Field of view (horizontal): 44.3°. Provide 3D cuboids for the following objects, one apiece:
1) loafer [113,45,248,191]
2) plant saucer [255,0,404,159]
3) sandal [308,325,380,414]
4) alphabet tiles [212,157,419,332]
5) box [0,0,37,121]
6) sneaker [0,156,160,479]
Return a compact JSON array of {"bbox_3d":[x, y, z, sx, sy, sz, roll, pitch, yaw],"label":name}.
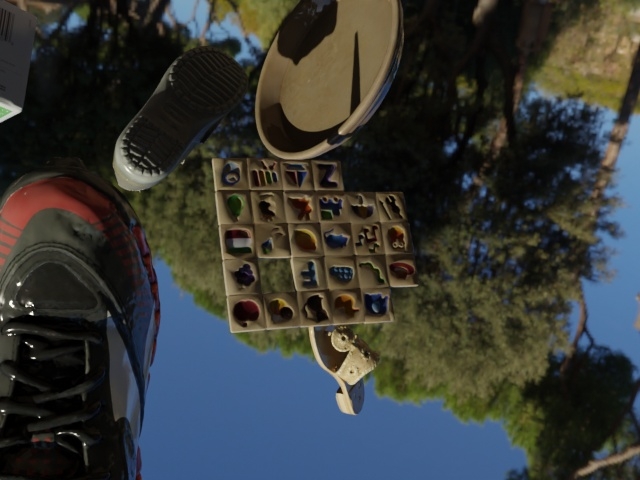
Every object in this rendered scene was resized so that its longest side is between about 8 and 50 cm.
[{"bbox_3d":[-0.180,-0.152,0.974,0.094,0.087,0.251,44,-129,-9],"label":"loafer"},{"bbox_3d":[0.012,-0.233,1.046,0.041,0.278,0.278,21,-169,-38],"label":"plant saucer"},{"bbox_3d":[0.055,0.181,1.182,0.079,0.240,0.088,4,-135,24],"label":"sandal"},{"bbox_3d":[0.000,0.000,0.899,0.237,0.199,0.009,-1,163,-24],"label":"alphabet tiles"},{"bbox_3d":[-0.326,-0.166,0.705,0.087,0.102,0.101,-12,158,39],"label":"box"},{"bbox_3d":[-0.143,0.098,0.433,0.097,0.276,0.135,5,-162,-10],"label":"sneaker"}]
